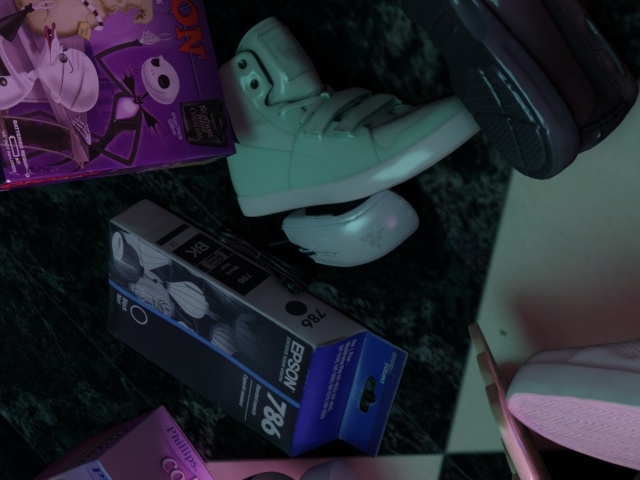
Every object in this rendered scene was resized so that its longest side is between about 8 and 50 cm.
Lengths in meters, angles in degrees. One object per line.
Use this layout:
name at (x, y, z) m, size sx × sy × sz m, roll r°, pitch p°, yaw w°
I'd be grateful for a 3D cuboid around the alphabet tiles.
alphabet tiles at (0.169, 0.209, 0.708) m, size 0.021 × 0.284 × 0.278 m, roll -24°, pitch 104°, yaw 9°

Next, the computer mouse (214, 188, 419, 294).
computer mouse at (0.000, 0.000, 0.836) m, size 0.193 × 0.042 × 0.106 m, roll -18°, pitch 128°, yaw 43°

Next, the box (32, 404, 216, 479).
box at (-0.239, 0.354, 1.217) m, size 0.243 × 0.117 × 0.214 m, roll -29°, pitch 97°, yaw 45°

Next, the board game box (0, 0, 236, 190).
board game box at (-0.184, -0.217, 0.680) m, size 0.056 × 0.208 × 0.347 m, roll -13°, pitch 91°, yaw 38°

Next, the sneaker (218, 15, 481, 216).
sneaker at (0.003, -0.111, 0.746) m, size 0.255 × 0.094 × 0.151 m, roll -11°, pitch 106°, yaw 41°

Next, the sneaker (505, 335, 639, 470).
sneaker at (0.272, 0.060, 0.590) m, size 0.292 × 0.169 × 0.108 m, roll 3°, pitch 149°, yaw 25°

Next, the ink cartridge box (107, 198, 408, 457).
ink cartridge box at (-0.079, 0.102, 0.970) m, size 0.332 × 0.065 × 0.165 m, roll 28°, pitch 130°, yaw 21°

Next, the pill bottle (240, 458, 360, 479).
pill bottle at (-0.083, 0.338, 0.989) m, size 0.278 × 0.162 × 0.162 m, roll -24°, pitch 102°, yaw 15°

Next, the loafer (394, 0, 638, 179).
loafer at (0.103, -0.188, 0.638) m, size 0.303 × 0.095 × 0.109 m, roll 58°, pitch 165°, yaw -1°

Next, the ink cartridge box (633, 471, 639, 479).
ink cartridge box at (0.311, 0.217, 0.684) m, size 0.128 × 0.127 × 0.176 m, roll 43°, pitch 136°, yaw 7°
